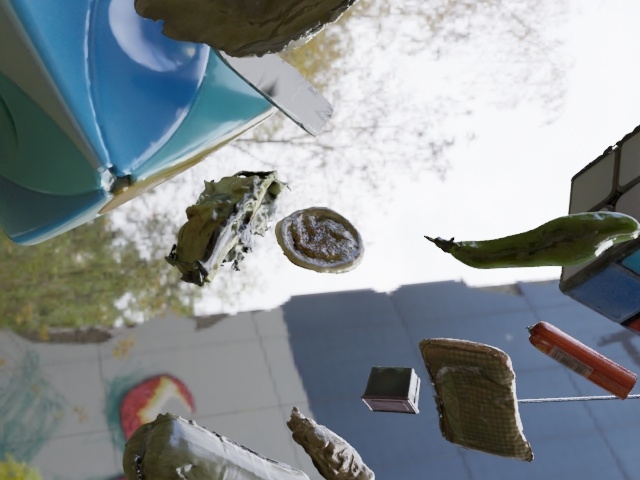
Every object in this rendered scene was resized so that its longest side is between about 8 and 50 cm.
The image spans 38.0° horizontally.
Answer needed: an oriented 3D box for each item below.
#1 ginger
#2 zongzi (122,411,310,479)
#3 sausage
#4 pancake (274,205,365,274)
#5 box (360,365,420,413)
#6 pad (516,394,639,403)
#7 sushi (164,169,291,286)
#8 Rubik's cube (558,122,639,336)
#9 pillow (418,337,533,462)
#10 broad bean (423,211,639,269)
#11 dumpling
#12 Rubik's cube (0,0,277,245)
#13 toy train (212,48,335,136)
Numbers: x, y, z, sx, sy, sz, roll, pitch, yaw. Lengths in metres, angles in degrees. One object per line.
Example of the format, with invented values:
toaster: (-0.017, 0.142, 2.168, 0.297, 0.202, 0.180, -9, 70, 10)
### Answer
ginger: (0.042, 0.383, 1.456, 0.290, 0.084, 0.122, 55, -20, -22)
zongzi: (-0.258, 0.484, 1.674, 0.393, 0.356, 0.174, -35, -148, 32)
sausage: (0.284, 0.129, 1.027, 0.034, 0.129, 0.034, -59, 174, -10)
pancake: (0.000, 0.001, 1.490, 0.025, 0.151, 0.152, 113, -33, -46)
box: (0.117, 0.243, 1.520, 0.060, 0.084, 0.063, 54, 40, -51)
pad: (0.495, 0.314, 1.845, 0.202, 0.299, 0.005, 22, 64, -69)
sushi: (-0.181, -0.034, 1.760, 0.139, 0.291, 0.131, 8, -37, 39)
Rubik's cube: (0.691, -0.015, 1.818, 0.316, 0.318, 0.313, -47, -159, 50)
pillow: (0.205, 0.212, 1.233, 0.135, 0.034, 0.211, 6, -50, 36)
broad bean: (0.315, 0.006, 1.390, 0.067, 0.325, 0.075, 32, 53, -75)
dumpling: (-0.020, -0.220, 0.808, 0.332, 0.086, 0.166, -14, -111, 28)
Rubik's cube: (-0.314, -0.227, 1.293, 0.347, 0.352, 0.352, -21, -77, 49)
toy train: (-0.072, -0.217, 1.185, 0.055, 0.252, 0.048, -53, -132, 1)
